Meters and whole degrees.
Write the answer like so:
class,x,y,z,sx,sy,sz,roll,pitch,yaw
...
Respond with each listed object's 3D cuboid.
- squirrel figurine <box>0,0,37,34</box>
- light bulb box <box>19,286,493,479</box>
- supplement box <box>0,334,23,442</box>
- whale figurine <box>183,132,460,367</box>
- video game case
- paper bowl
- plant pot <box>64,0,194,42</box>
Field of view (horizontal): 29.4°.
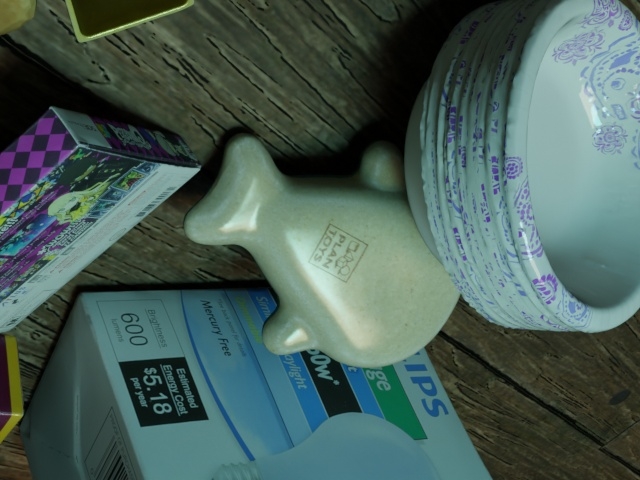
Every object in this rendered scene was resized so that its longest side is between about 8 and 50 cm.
class,x,y,z,sx,sy,sz,roll,pitch,yaw
squirrel figurine,-0.351,-0.216,0.415,0.397,0.281,0.370,-18,159,4
light bulb box,-0.048,0.245,1.159,0.361,0.358,0.225,-1,139,-34
supplement box,-0.356,0.128,1.012,0.188,0.081,0.104,9,140,-33
whale figurine,0.000,0.000,1.108,0.272,0.141,0.216,27,94,-26
video game case,-0.224,-0.005,0.934,0.232,0.042,0.210,-39,169,14
paper bowl,0.180,-0.065,1.044,0.148,0.284,0.284,-1,165,40
plant pot,-0.138,-0.194,0.787,0.081,0.083,0.081,-22,144,-12
